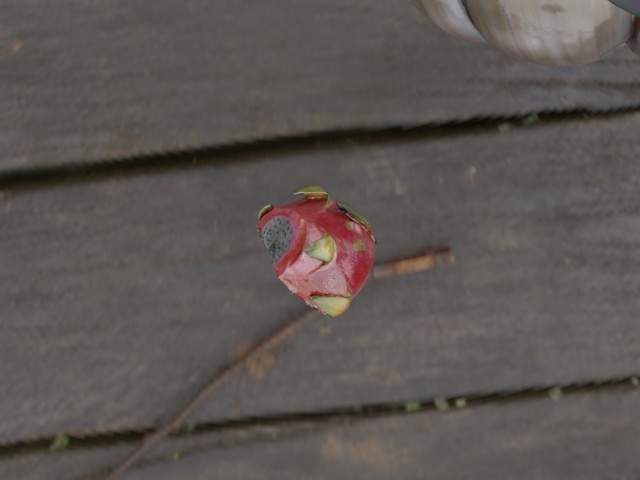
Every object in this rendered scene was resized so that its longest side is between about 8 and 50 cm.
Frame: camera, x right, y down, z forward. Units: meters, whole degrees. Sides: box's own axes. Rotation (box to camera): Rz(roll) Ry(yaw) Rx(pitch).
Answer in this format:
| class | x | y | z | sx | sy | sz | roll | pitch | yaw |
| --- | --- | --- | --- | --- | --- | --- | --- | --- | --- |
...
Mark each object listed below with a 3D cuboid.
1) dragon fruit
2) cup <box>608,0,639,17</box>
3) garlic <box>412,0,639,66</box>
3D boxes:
| class | x | y | z | sx | sy | sz | roll | pitch | yaw |
| --- | --- | --- | --- | --- | --- | --- | --- | --- | --- |
| dragon fruit | 0.000 | 0.000 | 1.113 | 0.060 | 0.083 | 0.056 | -35 | 140 | 18 |
| cup | 0.159 | -0.193 | 0.572 | 0.203 | 0.288 | 0.203 | 12 | 128 | 16 |
| garlic | 0.155 | -0.182 | 1.058 | 0.160 | 0.214 | 0.191 | -35 | 130 | -20 |
